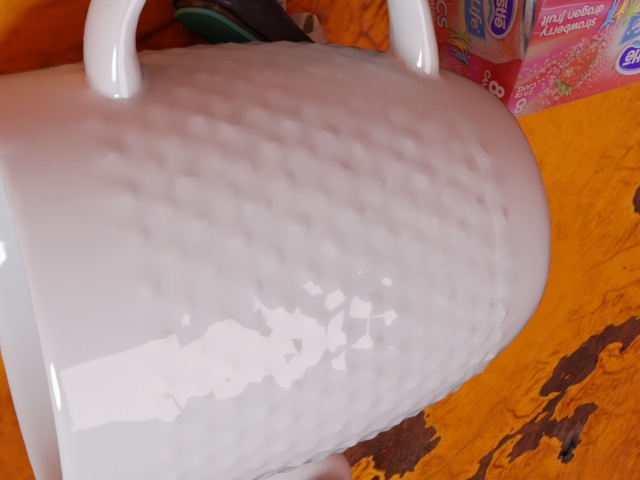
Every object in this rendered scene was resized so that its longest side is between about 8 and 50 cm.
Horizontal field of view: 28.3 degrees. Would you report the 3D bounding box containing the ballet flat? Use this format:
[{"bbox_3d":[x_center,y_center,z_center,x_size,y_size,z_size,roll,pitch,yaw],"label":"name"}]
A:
[{"bbox_3d":[-0.029,-0.143,0.901,0.074,0.074,0.203,-47,142,4],"label":"ballet flat"}]

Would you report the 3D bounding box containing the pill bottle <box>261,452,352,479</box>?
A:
[{"bbox_3d":[-0.078,0.178,1.004,0.161,0.283,0.161,-28,144,-23],"label":"pill bottle"}]

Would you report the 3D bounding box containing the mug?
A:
[{"bbox_3d":[-0.035,-0.033,0.787,0.328,0.276,0.374,-12,122,-19],"label":"mug"}]

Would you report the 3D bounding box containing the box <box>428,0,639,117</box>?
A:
[{"bbox_3d":[0.225,-0.220,1.015,0.300,0.142,0.154,-18,140,-34],"label":"box"}]
